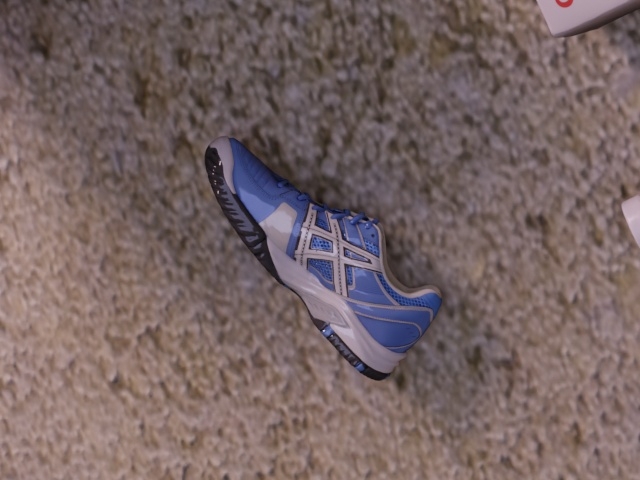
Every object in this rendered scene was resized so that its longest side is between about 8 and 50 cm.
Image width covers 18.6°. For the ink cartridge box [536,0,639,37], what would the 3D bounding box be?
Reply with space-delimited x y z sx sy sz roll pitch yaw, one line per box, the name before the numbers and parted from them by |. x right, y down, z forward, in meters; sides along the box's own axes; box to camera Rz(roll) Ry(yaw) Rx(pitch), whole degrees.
ink cartridge box | 0.225 -0.248 1.281 0.219 0.092 0.160 -25 89 29

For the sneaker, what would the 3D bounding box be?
sneaker | 0.000 0.000 1.411 0.081 0.080 0.211 -42 97 8

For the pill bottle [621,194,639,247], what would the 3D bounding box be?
pill bottle | 0.270 -0.030 1.346 0.116 0.065 0.065 -26 92 15
